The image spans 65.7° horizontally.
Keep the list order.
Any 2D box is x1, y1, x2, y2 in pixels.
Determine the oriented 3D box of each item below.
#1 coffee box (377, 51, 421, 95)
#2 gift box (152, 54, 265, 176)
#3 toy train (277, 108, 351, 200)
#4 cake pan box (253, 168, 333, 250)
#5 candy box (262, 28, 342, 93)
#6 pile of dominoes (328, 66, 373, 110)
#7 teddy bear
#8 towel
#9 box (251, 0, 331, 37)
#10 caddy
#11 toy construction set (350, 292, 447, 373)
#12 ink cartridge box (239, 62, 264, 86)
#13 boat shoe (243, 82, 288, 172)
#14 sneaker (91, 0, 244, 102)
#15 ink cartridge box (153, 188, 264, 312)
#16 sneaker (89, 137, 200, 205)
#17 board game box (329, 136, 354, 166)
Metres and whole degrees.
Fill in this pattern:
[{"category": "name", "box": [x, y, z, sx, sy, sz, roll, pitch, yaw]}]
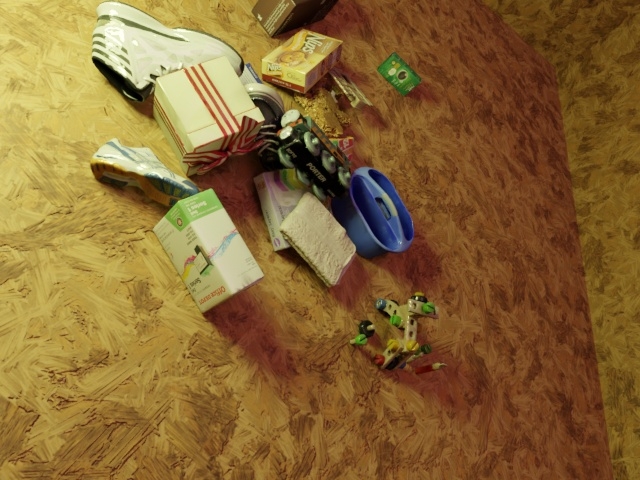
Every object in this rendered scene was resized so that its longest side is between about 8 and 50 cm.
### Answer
[{"category": "coffee box", "box": [0.364, -0.767, 2.290, 0.184, 0.113, 0.040, 37, 49, -17]}, {"category": "gift box", "box": [-0.328, -0.344, 1.429, 0.255, 0.276, 0.258, -30, 90, -20]}, {"category": "toy train", "box": [-0.015, -0.269, 1.588, 0.334, 0.142, 0.190, 41, 34, -40]}, {"category": "cake pan box", "box": [-0.077, -0.109, 1.653, 0.246, 0.070, 0.266, -15, 88, -39]}, {"category": "candy box", "box": [-0.065, -0.687, 1.885, 0.183, 0.087, 0.316, 23, 48, 14]}, {"category": "pile of dominoes", "box": [0.096, -0.625, 2.014, 0.196, 0.040, 0.251, 9, 41, -49]}, {"category": "teddy bear", "box": [0.006, -0.510, 1.914, 0.245, 0.113, 0.337, 12, 55, -41]}, {"category": "towel", "box": [0.000, 0.000, 1.614, 0.282, 0.049, 0.187, 49, 52, -20]}, {"category": "box", "box": [-0.077, -0.967, 1.990, 0.143, 0.191, 0.381, 54, 49, -4]}, {"category": "caddy", "box": [0.201, -0.100, 1.809, 0.241, 0.179, 0.341, -29, 88, -43]}, {"category": "toy construction set", "box": [0.316, 0.319, 1.661, 0.309, 0.237, 0.257, 44, 50, -14]}, {"category": "ink cartridge box", "box": [-0.256, -0.522, 1.741, 0.224, 0.045, 0.223, -38, 94, -42]}, {"category": "boat shoe", "box": [-0.163, -0.342, 1.579, 0.340, 0.127, 0.158, 52, 34, -68]}, {"category": "sneaker", "box": [-0.460, -0.510, 1.502, 0.448, 0.169, 0.257, 12, 77, -26]}, {"category": "ink cartridge box", "box": [-0.305, 0.034, 1.339, 0.117, 0.201, 0.278, -30, 89, -43]}, {"category": "sneaker", "box": [-0.463, -0.196, 1.363, 0.297, 0.112, 0.130, 22, 50, -14]}, {"category": "board game box", "box": [0.019, -0.309, 1.817, 0.260, 0.039, 0.124, -14, 120, -39]}]
